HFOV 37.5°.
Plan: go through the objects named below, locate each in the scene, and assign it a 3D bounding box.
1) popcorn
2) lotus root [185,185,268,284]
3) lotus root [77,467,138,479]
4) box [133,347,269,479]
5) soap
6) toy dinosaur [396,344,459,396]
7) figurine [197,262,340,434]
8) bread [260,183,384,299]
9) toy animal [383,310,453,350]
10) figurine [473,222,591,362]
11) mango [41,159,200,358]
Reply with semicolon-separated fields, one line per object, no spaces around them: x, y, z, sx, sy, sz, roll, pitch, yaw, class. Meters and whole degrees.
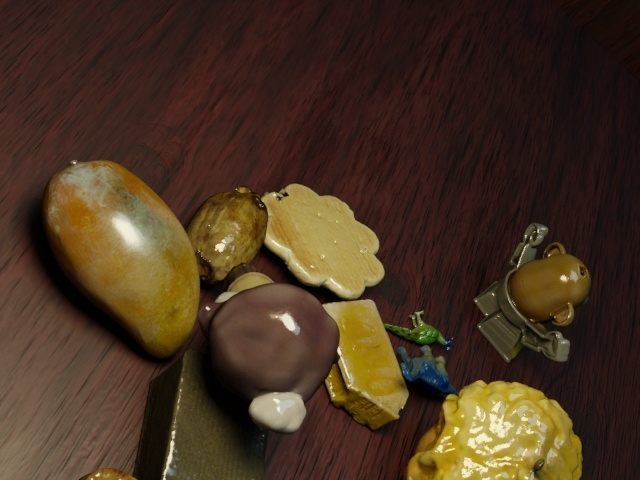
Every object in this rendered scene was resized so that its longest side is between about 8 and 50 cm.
0.339;0.447;1.828;0.349;0.382;0.349;-2;73;7;popcorn
-0.181;-0.021;1.837;0.145;0.128;0.260;13;43;14;lotus root
-0.325;0.435;1.318;0.193;0.291;0.193;16;40;-14;lotus root
-0.195;0.345;1.573;0.184;0.143;0.273;24;50;-25;box
0.080;0.252;1.901;0.160;0.080;0.257;-3;64;-41;soap
0.231;0.302;1.942;0.248;0.075;0.188;52;14;-19;toy dinosaur
-0.111;0.155;1.594;0.206;0.365;0.218;-43;110;-10;figurine
0.000;0.000;1.998;0.316;0.054;0.316;25;36;-20;bread
0.196;0.186;2.071;0.217;0.041;0.075;17;54;-24;toy animal
0.498;0.130;2.175;0.167;0.285;0.342;-4;63;-39;figurine
-0.337;0.029;1.643;0.221;0.199;0.384;-34;98;-52;mango
